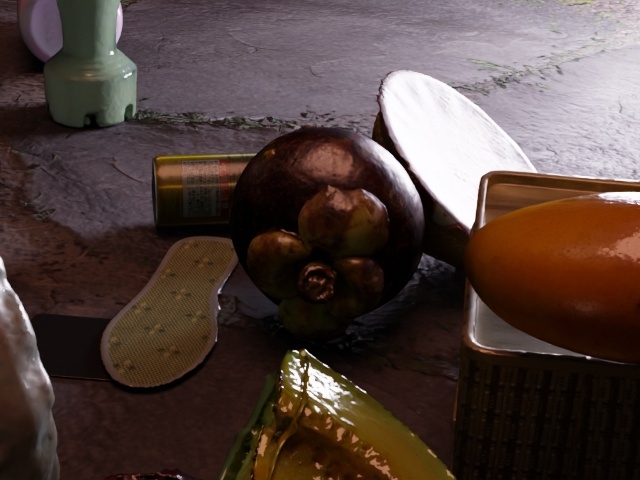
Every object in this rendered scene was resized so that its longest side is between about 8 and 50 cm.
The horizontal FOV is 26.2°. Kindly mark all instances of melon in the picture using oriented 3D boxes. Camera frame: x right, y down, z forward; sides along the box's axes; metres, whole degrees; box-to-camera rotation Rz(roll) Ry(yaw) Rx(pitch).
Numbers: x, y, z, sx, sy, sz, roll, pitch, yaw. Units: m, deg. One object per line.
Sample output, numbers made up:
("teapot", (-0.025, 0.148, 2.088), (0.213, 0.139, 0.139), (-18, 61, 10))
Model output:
("melon", (0.015, 0.215, 0.936), (0.169, 0.129, 0.265), (28, 22, -14))

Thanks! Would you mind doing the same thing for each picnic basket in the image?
("picnic basket", (0.229, 0.087, 1.148), (0.228, 0.175, 0.313), (5, 31, 7))

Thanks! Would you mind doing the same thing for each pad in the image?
("pad", (-0.204, 0.100, 1.275), (0.157, 0.003, 0.112), (5, 25, 5))

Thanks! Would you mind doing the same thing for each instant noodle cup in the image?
("instant noodle cup", (0.134, -0.051, 1.448), (0.274, 0.091, 0.274), (33, 32, -24))

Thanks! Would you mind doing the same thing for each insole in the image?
("insole", (-0.141, 0.062, 1.349), (0.109, 0.007, 0.322), (6, 26, 7))

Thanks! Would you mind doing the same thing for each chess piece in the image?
("chess piece", (-0.297, -0.302, 1.763), (0.195, 0.299, 0.194), (2, 25, -1))

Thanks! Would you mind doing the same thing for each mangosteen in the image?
("mangosteen", (0.000, 0.000, 1.286), (0.192, 0.192, 0.217), (7, 30, 11))

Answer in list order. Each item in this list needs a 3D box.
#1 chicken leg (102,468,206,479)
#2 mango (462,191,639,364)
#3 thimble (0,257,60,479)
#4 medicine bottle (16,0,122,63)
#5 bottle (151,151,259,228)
("chicken leg", (-0.150, 0.217, 0.965), (0.105, 0.063, 0.234), (26, 30, 19))
("mango", (0.202, 0.024, 0.983), (0.219, 0.112, 0.145), (5, 29, 29))
("thimble", (-0.323, 0.092, 0.956), (0.195, 0.291, 0.291), (-18, 32, -35))
("medicine bottle", (-0.377, -0.360, 2.052), (0.152, 0.152, 0.254), (-3, 26, -10))
("bottle", (-0.042, -0.059, 1.529), (0.286, 0.082, 0.082), (-3, 26, -10))
